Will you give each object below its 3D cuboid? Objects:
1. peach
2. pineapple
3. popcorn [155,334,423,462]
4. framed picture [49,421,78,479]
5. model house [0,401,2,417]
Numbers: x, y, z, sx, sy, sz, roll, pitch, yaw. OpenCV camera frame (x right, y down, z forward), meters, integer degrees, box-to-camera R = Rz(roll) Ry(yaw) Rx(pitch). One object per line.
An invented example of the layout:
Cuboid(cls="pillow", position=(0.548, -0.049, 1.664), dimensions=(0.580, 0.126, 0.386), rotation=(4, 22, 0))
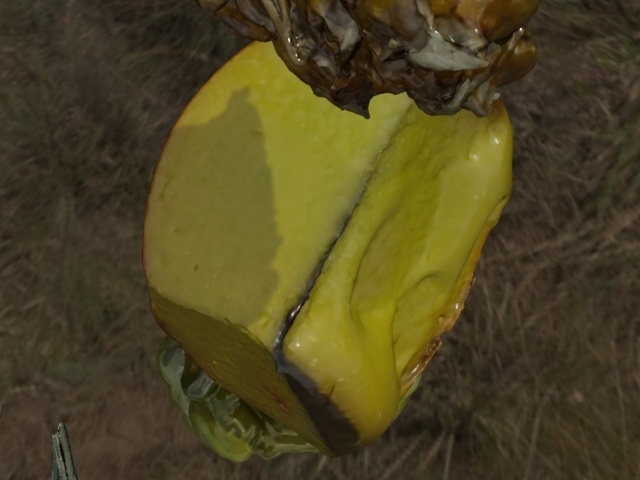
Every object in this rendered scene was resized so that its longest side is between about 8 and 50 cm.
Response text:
Cuboid(cls="peach", position=(0.000, 0.000, 1.290), dimensions=(0.242, 0.306, 0.380), rotation=(24, 95, 33))
Cuboid(cls="pineapple", position=(0.009, -0.115, 0.604), dimensions=(0.158, 0.334, 0.161), rotation=(-15, 106, -3))
Cuboid(cls="popcorn", position=(-0.045, 0.107, 1.604), dimensions=(0.312, 0.312, 0.312), rotation=(0, 104, 1))
Cuboid(cls="framed picture", position=(-0.204, 0.322, 1.187), dimensions=(0.017, 0.274, 0.217), rotation=(-6, 135, -19))
Cuboid(cls="model house", position=(-0.283, 0.210, 0.874), dimensions=(0.237, 0.237, 0.202), rotation=(-16, 148, -20))
